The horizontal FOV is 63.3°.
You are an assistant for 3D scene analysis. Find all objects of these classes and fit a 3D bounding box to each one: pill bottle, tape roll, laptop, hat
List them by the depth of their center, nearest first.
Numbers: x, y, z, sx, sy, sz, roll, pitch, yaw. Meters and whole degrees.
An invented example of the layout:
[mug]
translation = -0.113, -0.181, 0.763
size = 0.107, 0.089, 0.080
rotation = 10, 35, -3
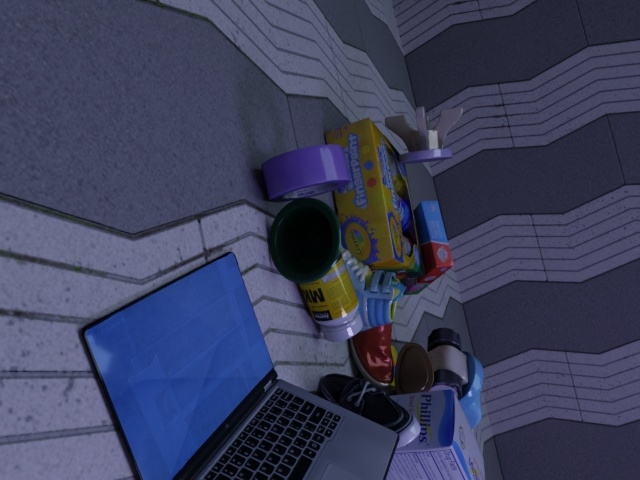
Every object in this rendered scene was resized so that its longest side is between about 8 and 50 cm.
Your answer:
[laptop]
translation = -0.075, 0.238, 0.792
size = 0.382, 0.407, 0.237
rotation = -36, 144, -65
[tape roll]
translation = -0.032, -0.147, 1.156
size = 0.189, 0.188, 0.080
rotation = -8, 85, -67
[hat]
translation = 0.000, 0.000, 1.165
size = 0.183, 0.172, 0.209
rotation = 20, 59, -62
[pill bottle]
translation = 0.021, 0.122, 1.212
size = 0.209, 0.119, 0.119
rotation = 69, 24, -15

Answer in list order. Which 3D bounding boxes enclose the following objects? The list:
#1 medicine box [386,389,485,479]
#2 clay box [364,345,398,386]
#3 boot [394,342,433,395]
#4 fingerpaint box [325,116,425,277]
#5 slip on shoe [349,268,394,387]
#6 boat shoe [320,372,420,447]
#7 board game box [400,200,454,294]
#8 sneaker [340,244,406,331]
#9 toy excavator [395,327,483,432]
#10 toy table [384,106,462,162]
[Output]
[medicine box]
translation = 0.202, 0.496, 1.192
size = 0.264, 0.289, 0.149
rotation = 63, 26, -29
[clay box]
translation = 0.188, 0.370, 1.539
size = 0.222, 0.053, 0.128
rotation = 35, 45, -56
[boot]
translation = 0.255, 0.444, 1.444
size = 0.220, 0.108, 0.284
rotation = 87, -4, -67
[fingerpaint box]
translation = 0.187, -0.108, 1.672
size = 0.371, 0.163, 0.446
rotation = 26, 54, -62
[slip on shoe]
translation = 0.146, 0.230, 1.412
size = 0.122, 0.101, 0.332
rotation = 6, 67, -31
[boat shoe]
translation = 0.088, 0.340, 1.083
size = 0.108, 0.301, 0.102
rotation = -30, 101, -21
[board game box]
translation = 0.355, 0.035, 1.858
size = 0.317, 0.064, 0.243
rotation = 117, -33, -63
[sneaker]
translation = 0.101, 0.077, 1.308
size = 0.127, 0.208, 0.319
rotation = -35, 109, -64
[toy excavator]
translation = 0.418, 0.562, 1.699
size = 0.445, 0.433, 0.222
rotation = 37, 35, -14
[toy table]
translation = 0.344, -0.342, 1.708
size = 0.274, 0.251, 0.161
rotation = -51, 135, -84
